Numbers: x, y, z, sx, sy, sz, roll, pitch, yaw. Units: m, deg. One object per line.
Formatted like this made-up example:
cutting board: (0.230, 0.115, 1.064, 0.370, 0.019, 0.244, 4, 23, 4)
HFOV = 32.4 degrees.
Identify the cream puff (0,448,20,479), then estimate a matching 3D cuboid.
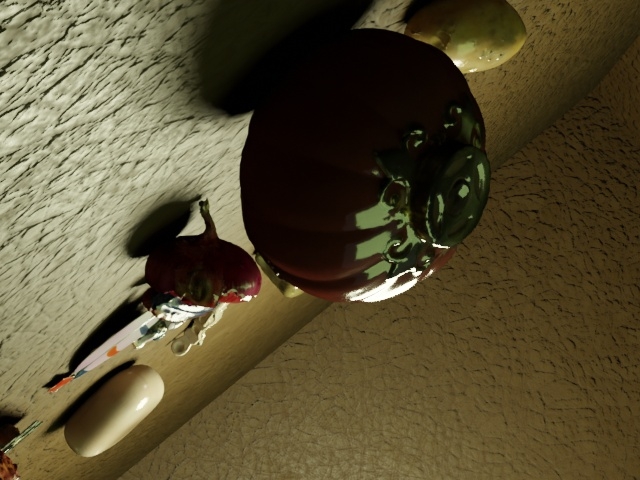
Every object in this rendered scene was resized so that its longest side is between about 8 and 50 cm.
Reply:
cream puff: (-0.476, 0.317, 1.303, 0.240, 0.164, 0.240, -27, 179, -1)

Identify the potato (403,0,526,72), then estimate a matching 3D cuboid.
potato: (0.182, -0.264, 1.384, 0.178, 0.118, 0.109, -15, 121, -41)

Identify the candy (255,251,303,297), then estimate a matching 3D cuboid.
candy: (0.000, 0.000, 1.941, 0.234, 0.104, 0.102, -35, 171, -34)

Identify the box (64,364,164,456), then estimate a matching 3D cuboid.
box: (-0.363, 0.299, 1.937, 0.200, 0.088, 0.146, -45, 172, 20)

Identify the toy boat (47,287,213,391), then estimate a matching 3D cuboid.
toy boat: (-0.267, 0.122, 1.606, 0.318, 0.072, 0.219, -29, 172, -12)

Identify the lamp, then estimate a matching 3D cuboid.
lamp: (0.049, -0.080, 1.201, 0.303, 0.257, 0.303, -23, 122, -43)

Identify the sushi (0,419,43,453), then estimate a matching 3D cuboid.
sushi: (-0.502, 0.318, 1.599, 0.210, 0.040, 0.193, -41, 179, -15)

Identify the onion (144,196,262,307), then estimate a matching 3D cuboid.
onion: (-0.145, 0.013, 1.395, 0.150, 0.150, 0.140, -18, 119, -69)

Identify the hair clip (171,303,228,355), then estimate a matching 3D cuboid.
hair clip: (-0.207, 0.140, 1.996, 0.072, 0.034, 0.226, -31, 167, -44)
